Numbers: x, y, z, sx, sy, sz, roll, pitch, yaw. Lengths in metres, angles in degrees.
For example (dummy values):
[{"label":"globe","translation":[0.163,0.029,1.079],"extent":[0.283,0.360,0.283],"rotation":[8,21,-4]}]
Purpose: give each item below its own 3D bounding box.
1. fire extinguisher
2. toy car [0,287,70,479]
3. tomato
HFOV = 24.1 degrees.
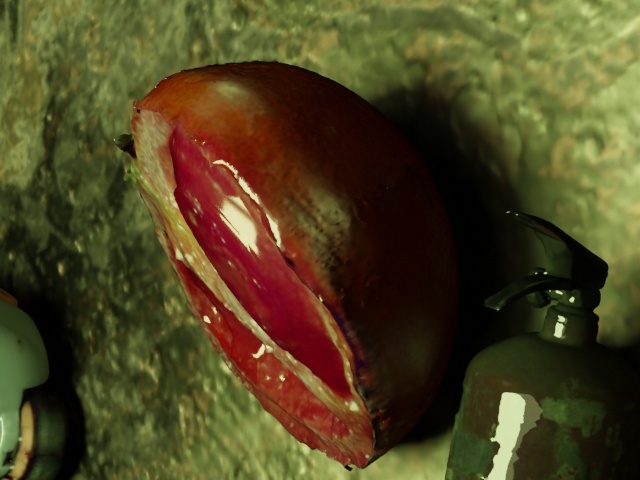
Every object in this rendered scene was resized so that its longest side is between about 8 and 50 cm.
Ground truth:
[{"label":"fire extinguisher","translation":[0.070,0.121,0.549],"extent":[0.072,0.089,0.268],"rotation":[17,101,42]},{"label":"toy car","translation":[-0.277,0.112,0.850],"extent":[0.212,0.180,0.271],"rotation":[47,122,46]},{"label":"tomato","translation":[0.000,0.000,0.625],"extent":[0.173,0.099,0.189],"rotation":[50,163,17]}]
